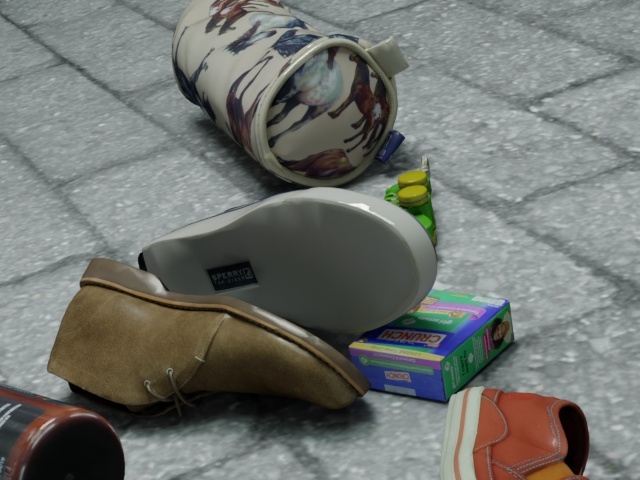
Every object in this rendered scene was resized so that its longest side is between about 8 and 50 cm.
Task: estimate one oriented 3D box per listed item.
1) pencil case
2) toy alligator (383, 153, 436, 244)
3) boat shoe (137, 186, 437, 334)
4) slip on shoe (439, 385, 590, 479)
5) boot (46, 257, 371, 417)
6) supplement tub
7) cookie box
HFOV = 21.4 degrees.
[{"bbox_3d":[-0.046,-0.187,1.914,0.183,0.160,0.410,-29,25,-9],"label":"pencil case"},{"bbox_3d":[0.082,-0.038,1.633,0.051,0.056,0.190,-9,23,6],"label":"toy alligator"},{"bbox_3d":[0.000,0.000,1.456,0.340,0.127,0.158,-4,18,46],"label":"boat shoe"},{"bbox_3d":[0.127,0.180,1.030,0.101,0.123,0.331,-5,19,8],"label":"slip on shoe"},{"bbox_3d":[-0.096,0.106,1.376,0.305,0.112,0.115,12,62,37],"label":"boot"},{"bbox_3d":[-0.245,0.160,1.270,0.198,0.106,0.106,10,31,42],"label":"supplement tub"},{"bbox_3d":[0.091,0.083,1.366,0.091,0.040,0.107,7,30,37],"label":"cookie box"}]
